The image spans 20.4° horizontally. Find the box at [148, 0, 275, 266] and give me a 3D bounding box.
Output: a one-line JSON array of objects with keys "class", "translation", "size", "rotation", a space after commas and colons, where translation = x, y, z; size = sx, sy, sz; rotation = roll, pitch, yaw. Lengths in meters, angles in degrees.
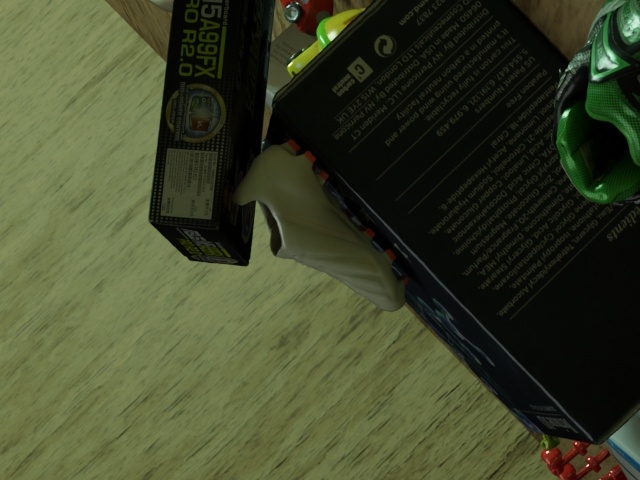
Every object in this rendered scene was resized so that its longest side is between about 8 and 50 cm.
[{"class": "box", "translation": [-0.087, -0.126, 1.520], "size": [0.060, 0.270, 0.216], "rotation": [5, 171, 6]}]

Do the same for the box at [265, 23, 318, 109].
[{"class": "box", "translation": [0.028, -0.159, 2.159], "size": [0.181, 0.119, 0.182], "rotation": [50, 174, -39]}]

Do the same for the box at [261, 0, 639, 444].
[{"class": "box", "translation": [0.155, -0.031, 1.595], "size": [0.395, 0.212, 0.293], "rotation": [46, 174, 1]}]

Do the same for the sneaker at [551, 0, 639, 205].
[{"class": "sneaker", "translation": [0.199, -0.090, 1.147], "size": [0.134, 0.146, 0.343], "rotation": [46, 176, 9]}]

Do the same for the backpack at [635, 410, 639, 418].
[{"class": "backpack", "translation": [0.323, 0.108, 1.801], "size": [0.182, 0.152, 0.115], "rotation": [30, 173, 28]}]

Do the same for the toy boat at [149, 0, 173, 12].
[{"class": "toy boat", "translation": [-0.152, -0.362, 2.118], "size": [0.231, 0.151, 0.151], "rotation": [-143, 40, -62]}]

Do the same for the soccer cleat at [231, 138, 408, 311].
[{"class": "soccer cleat", "translation": [0.000, 0.000, 1.484], "size": [0.196, 0.076, 0.068], "rotation": [50, 173, -31]}]

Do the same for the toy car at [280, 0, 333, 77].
[{"class": "toy car", "translation": [0.041, -0.199, 1.958], "size": [0.225, 0.053, 0.239], "rotation": [35, -154, -33]}]

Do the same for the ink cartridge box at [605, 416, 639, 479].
[{"class": "ink cartridge box", "translation": [0.387, 0.206, 1.924], "size": [0.082, 0.139, 0.190], "rotation": [42, 173, 33]}]

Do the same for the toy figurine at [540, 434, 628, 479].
[{"class": "toy figurine", "translation": [0.289, 0.149, 2.111], "size": [0.217, 0.191, 0.362], "rotation": [49, 176, 40]}]

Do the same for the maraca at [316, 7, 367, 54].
[{"class": "maraca", "translation": [0.077, -0.169, 1.805], "size": [0.186, 0.099, 0.127], "rotation": [33, -149, -3]}]
